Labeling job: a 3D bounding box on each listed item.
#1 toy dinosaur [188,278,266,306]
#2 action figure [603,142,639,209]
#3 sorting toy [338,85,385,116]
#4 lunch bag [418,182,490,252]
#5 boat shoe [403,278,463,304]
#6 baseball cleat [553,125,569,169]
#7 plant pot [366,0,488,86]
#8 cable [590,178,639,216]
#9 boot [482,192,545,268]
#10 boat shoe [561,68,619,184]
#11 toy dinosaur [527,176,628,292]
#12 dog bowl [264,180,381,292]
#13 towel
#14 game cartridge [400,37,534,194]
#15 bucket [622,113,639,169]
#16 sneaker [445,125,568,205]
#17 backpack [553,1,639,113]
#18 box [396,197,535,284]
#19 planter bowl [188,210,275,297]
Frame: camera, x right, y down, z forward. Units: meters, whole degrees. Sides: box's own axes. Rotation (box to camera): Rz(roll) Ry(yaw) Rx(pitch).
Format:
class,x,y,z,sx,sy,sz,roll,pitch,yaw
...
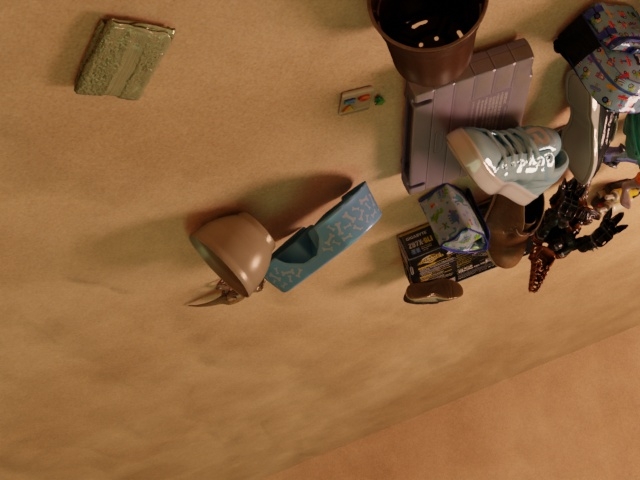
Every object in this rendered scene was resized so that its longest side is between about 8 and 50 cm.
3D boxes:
class,x,y,z,sx,sy,sz,roll,pitch,yaw
toy dinosaur,-0.199,0.122,2.045,0.183,0.053,0.092,-18,156,-8
action figure,0.755,-0.210,2.067,0.342,0.178,0.330,1,144,-4
sorting toy,0.073,-0.238,1.591,0.083,0.012,0.062,-15,154,-12
lunch bag,0.302,-0.044,2.020,0.096,0.128,0.151,-34,151,25
boat shoe,0.268,0.125,2.248,0.152,0.056,0.049,1,153,-20
baseball cleat,0.545,-0.192,1.987,0.206,0.072,0.109,-7,145,-35
plant pot,0.158,-0.311,1.357,0.167,0.167,0.165,-22,162,1
cable,0.791,-0.116,2.326,0.287,0.072,0.139,-14,159,-16
boot,0.421,-0.036,2.027,0.112,0.115,0.305,-14,133,-11
boat shoe,0.536,-0.228,1.822,0.091,0.114,0.302,-27,147,-9
toy dinosaur,0.540,-0.018,2.059,0.164,0.321,0.218,16,157,-15
dog bowl,0.000,0.000,1.839,0.297,0.074,0.166,-38,-174,30
towel,-0.272,-0.247,1.287,0.110,0.027,0.148,0,147,-37
game cartridge,0.263,-0.221,1.724,0.230,0.068,0.355,-23,155,-8
bucket,0.725,-0.253,1.783,0.281,0.281,0.183,-20,153,-3
sneaker,0.350,-0.167,1.705,0.150,0.135,0.366,-41,158,21
backpack,0.509,-0.307,1.608,0.158,0.173,0.117,-1,148,-35
box,0.353,0.008,2.225,0.322,0.079,0.257,-22,153,1
planter bowl,-0.154,0.014,1.772,0.109,0.162,0.162,-44,159,-15
